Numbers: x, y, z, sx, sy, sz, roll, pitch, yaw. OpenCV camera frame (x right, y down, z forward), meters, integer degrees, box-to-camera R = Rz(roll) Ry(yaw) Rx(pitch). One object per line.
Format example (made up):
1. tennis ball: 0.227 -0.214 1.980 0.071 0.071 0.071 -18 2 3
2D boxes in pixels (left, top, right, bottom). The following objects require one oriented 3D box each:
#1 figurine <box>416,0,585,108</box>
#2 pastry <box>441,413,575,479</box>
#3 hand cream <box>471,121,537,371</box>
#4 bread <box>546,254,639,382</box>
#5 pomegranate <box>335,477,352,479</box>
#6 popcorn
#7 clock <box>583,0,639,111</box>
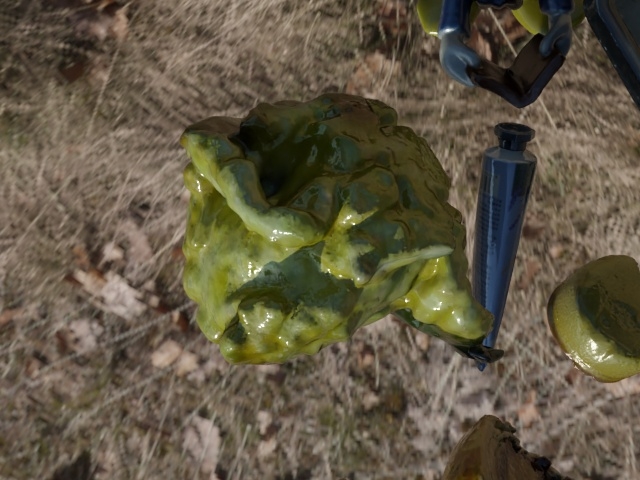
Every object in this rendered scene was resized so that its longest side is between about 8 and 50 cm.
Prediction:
1. figurine: 0.173 -0.283 1.383 0.204 0.284 0.338 -6 153 14
2. pastry: 0.248 0.397 1.863 0.170 0.256 0.237 -31 115 33
3. hand cream: 0.177 0.005 1.326 0.055 0.088 0.256 4 112 -9
4. bread: 0.343 0.093 1.575 0.125 0.156 0.086 2 155 -24
5. pomegranate: -0.036 0.419 1.263 0.410 0.410 0.410 2 110 5
6. popcorn: -0.001 -0.009 1.126 0.293 0.293 0.237 1 94 5
7. clock: 0.428 -0.188 1.328 0.273 0.049 0.279 -29 88 -22
